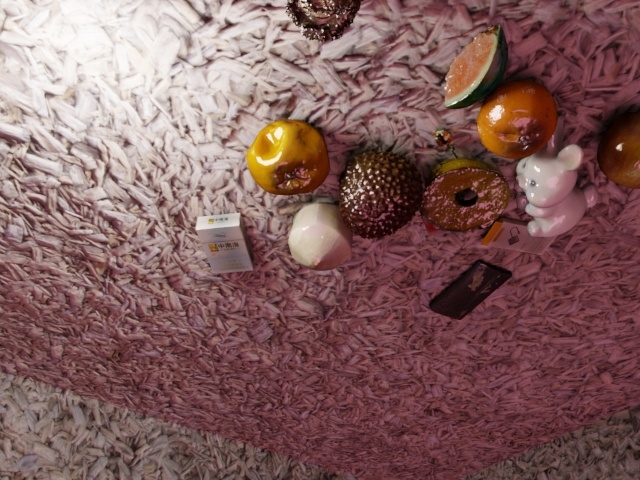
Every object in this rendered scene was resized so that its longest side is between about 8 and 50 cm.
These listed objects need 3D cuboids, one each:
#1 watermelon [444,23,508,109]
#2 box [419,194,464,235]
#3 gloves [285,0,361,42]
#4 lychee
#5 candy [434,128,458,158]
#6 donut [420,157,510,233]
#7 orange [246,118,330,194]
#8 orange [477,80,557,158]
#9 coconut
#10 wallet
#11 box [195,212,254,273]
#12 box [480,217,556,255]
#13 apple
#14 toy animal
[{"bbox_3d":[0.443,-0.440,1.593,0.146,0.128,0.231,12,136,-40],"label":"watermelon"},{"bbox_3d":[0.419,-0.082,2.000,0.156,0.060,0.111,-14,137,15],"label":"box"},{"bbox_3d":[0.029,-0.610,1.365,0.210,0.135,0.312,19,134,-20],"label":"gloves"},{"bbox_3d":[0.183,-0.138,1.791,0.268,0.267,0.267,0,137,0],"label":"lychee"},{"bbox_3d":[0.400,-0.277,1.808,0.056,0.049,0.185,16,163,43],"label":"candy"},{"bbox_3d":[0.445,-0.148,1.847,0.272,0.107,0.272,0,130,0],"label":"donut"},{"bbox_3d":[-0.088,-0.223,1.747,0.249,0.183,0.249,0,136,0],"label":"orange"},{"bbox_3d":[0.546,-0.332,1.650,0.224,0.170,0.224,-2,138,-2],"label":"orange"},{"bbox_3d":[0.000,0.000,1.953,0.224,0.234,0.224,0,142,0],"label":"coconut"},{"bbox_3d":[0.584,0.202,2.320,0.170,0.044,0.321,22,132,-20],"label":"wallet"},{"bbox_3d":[-0.329,0.013,2.083,0.155,0.067,0.243,-7,137,5],"label":"box"},{"bbox_3d":[0.701,-0.016,2.095,0.247,0.033,0.129,11,137,-12],"label":"box"},{"bbox_3d":[0.911,-0.257,1.708,0.211,0.211,0.188,7,136,-9],"label":"apple"},{"bbox_3d":[0.718,-0.188,1.799,0.241,0.196,0.367,-18,136,8],"label":"toy animal"}]
